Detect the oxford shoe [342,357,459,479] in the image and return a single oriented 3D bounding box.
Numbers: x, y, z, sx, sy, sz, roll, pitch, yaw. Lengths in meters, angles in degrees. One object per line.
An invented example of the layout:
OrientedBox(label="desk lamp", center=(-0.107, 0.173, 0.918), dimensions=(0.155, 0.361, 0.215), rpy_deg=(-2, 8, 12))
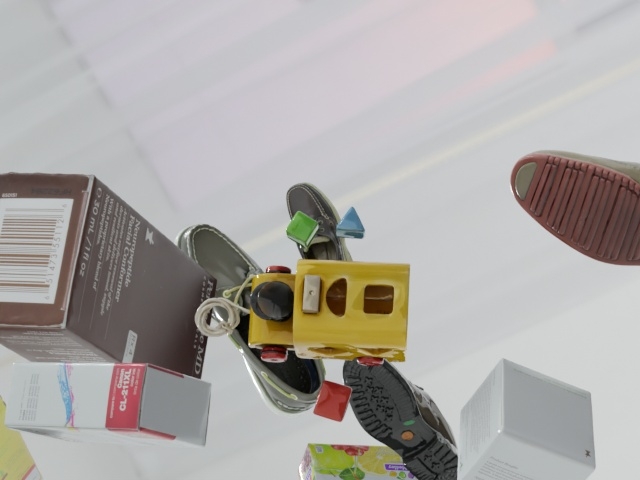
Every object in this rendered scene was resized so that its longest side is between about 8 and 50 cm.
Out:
OrientedBox(label="oxford shoe", center=(0.099, 0.214, 2.058), dimensions=(0.227, 0.082, 0.096), rpy_deg=(54, -161, -26))

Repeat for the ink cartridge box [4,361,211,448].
OrientedBox(label="ink cartridge box", center=(-0.223, 0.172, 1.680), dimensions=(0.127, 0.175, 0.072), rpy_deg=(27, -114, -58))

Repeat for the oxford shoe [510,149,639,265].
OrientedBox(label="oxford shoe", center=(0.406, -0.041, 1.996), dimensions=(0.348, 0.123, 0.130), rpy_deg=(21, -143, 2))

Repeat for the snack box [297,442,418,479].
OrientedBox(label="snack box", center=(0.074, 0.368, 2.114), dimensions=(0.207, 0.174, 0.070), rpy_deg=(-104, 24, -44))

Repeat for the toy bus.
OrientedBox(label="toy bus", center=(-0.001, 0.066, 1.606), dimensions=(0.191, 0.202, 0.104), rpy_deg=(46, 170, 13))

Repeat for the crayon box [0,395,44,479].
OrientedBox(label="crayon box", center=(-0.450, 0.312, 1.982), dimensions=(0.202, 0.081, 0.318), rpy_deg=(-53, -24, -28))

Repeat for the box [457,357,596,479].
OrientedBox(label="box", center=(0.191, 0.185, 1.494), dimensions=(0.101, 0.087, 0.102), rpy_deg=(22, -140, -12))

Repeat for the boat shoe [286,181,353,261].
OrientedBox(label="boat shoe", center=(0.000, 0.000, 1.854), dimensions=(0.152, 0.056, 0.049), rpy_deg=(63, -163, 11))

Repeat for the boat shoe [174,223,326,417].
OrientedBox(label="boat shoe", center=(-0.091, 0.099, 2.186), dimensions=(0.305, 0.109, 0.091), rpy_deg=(57, 155, 4))

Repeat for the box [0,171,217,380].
OrientedBox(label="box", center=(-0.269, 0.074, 1.964), dimensions=(0.381, 0.143, 0.191), rpy_deg=(48, -133, -64))
